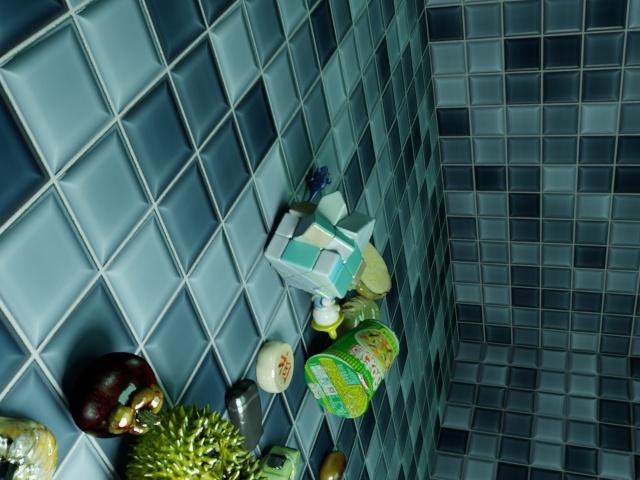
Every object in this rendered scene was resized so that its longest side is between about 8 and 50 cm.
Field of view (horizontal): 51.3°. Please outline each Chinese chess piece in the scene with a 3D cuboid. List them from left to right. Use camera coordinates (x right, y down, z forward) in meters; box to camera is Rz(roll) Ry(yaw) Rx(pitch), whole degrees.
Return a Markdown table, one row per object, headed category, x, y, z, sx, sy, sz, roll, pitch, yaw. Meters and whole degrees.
| category | x | y | z | sx | sy | sz | roll | pitch | yaw |
| --- | --- | --- | --- | --- | --- | --- | --- | --- | --- |
| Chinese chess piece | -0.105 | 0.294 | 1.557 | 0.122 | 0.051 | 0.122 | 3 | 90 | -69 |

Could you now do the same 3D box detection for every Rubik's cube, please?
| category | x | y | z | sx | sy | sz | roll | pitch | yaw |
| --- | --- | --- | --- | --- | --- | --- | --- | --- | --- |
| Rubik's cube | 0.000 | 0.000 | 1.579 | 0.213 | 0.224 | 0.265 | -63 | 154 | -17 |

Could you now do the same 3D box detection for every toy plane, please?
| category | x | y | z | sx | sy | sz | roll | pitch | yaw |
| --- | --- | --- | --- | --- | --- | --- | --- | --- | --- |
| toy plane | -0.012 | -0.132 | 1.744 | 0.167 | 0.062 | 0.054 | -63 | 150 | -27 |

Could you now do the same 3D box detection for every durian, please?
| category | x | y | z | sx | sy | sz | roll | pitch | yaw |
| --- | --- | --- | --- | --- | --- | --- | --- | --- | --- |
| durian | -0.209 | 0.419 | 1.091 | 0.291 | 0.224 | 0.291 | 39 | 29 | -27 |

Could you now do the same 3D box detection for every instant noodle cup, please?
| category | x | y | z | sx | sy | sz | roll | pitch | yaw |
| --- | --- | --- | --- | --- | --- | --- | --- | --- | --- |
| instant noodle cup | 0.105 | 0.336 | 1.823 | 0.232 | 0.206 | 0.207 | -36 | 128 | -45 |

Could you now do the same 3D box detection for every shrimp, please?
| category | x | y | z | sx | sy | sz | roll | pitch | yaw |
| --- | --- | --- | --- | --- | --- | --- | --- | --- | --- |
| shrimp | -0.396 | 0.286 | 0.802 | 0.217 | 0.051 | 0.150 | 59 | 46 | -62 |

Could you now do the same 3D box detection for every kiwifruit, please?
| category | x | y | z | sx | sy | sz | roll | pitch | yaw |
| --- | --- | --- | --- | --- | --- | --- | --- | --- | --- |
| kiwifruit | 0.035 | 0.667 | 1.941 | 0.124 | 0.075 | 0.075 | -61 | 147 | -55 |

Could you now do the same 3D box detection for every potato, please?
| category | x | y | z | sx | sy | sz | roll | pitch | yaw |
| --- | --- | --- | --- | --- | --- | --- | --- | --- | --- |
| potato | 0.129 | 0.092 | 2.041 | 0.164 | 0.081 | 0.201 | -14 | 74 | -47 |

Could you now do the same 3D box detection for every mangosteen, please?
| category | x | y | z | sx | sy | sz | roll | pitch | yaw |
| --- | --- | --- | --- | --- | --- | --- | --- | --- | --- |
| mangosteen | -0.285 | 0.228 | 0.957 | 0.140 | 0.140 | 0.140 | 3 | 90 | -69 |

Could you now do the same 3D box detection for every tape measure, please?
| category | x | y | z | sx | sy | sz | roll | pitch | yaw |
| --- | --- | --- | --- | --- | --- | --- | --- | --- | --- |
| tape measure | -0.107 | 0.565 | 1.532 | 0.154 | 0.087 | 0.178 | 66 | 33 | -72 |

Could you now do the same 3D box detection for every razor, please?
| category | x | y | z | sx | sy | sz | roll | pitch | yaw |
| --- | --- | --- | --- | --- | --- | --- | --- | --- | --- |
| razor | -0.160 | 0.377 | 1.419 | 0.090 | 0.054 | 0.148 | -37 | 126 | -59 |

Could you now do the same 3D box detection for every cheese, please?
| category | x | y | z | sx | sy | sz | roll | pitch | yaw |
| --- | --- | --- | --- | --- | --- | --- | --- | --- | --- |
| cheese | 0.107 | 0.285 | 2.041 | 0.214 | 0.117 | 0.226 | -37 | 121 | -59 |

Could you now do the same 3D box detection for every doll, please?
| category | x | y | z | sx | sy | sz | roll | pitch | yaw |
| --- | --- | --- | --- | --- | --- | --- | --- | --- | --- |
| doll | 0.010 | 0.154 | 1.784 | 0.098 | 0.135 | 0.241 | -30 | 123 | -32 |

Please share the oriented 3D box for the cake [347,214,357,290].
| category | x | y | z | sx | sy | sz | roll | pitch | yaw |
| --- | --- | --- | --- | --- | --- | --- | --- | --- | --- |
| cake | 0.054 | 0.033 | 1.873 | 0.099 | 0.100 | 0.235 | -67 | 151 | -42 |
